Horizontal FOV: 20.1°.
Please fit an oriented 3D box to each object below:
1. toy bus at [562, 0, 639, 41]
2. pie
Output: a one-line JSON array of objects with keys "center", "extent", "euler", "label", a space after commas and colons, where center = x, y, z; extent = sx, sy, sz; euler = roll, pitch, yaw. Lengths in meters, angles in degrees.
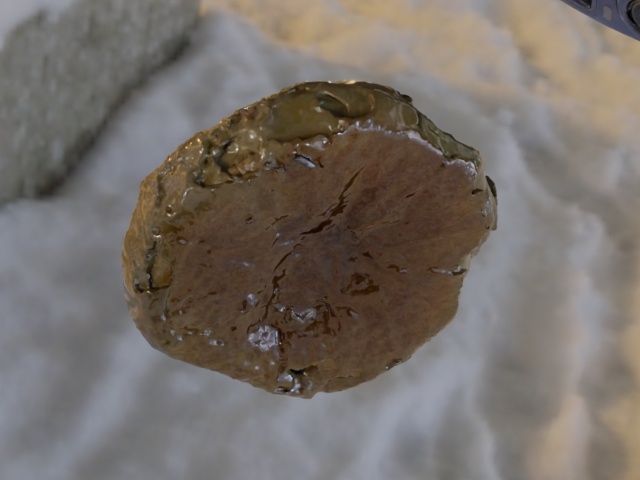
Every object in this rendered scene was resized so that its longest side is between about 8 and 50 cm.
[{"center": [0.221, -0.249, 1.168], "extent": [0.133, 0.292, 0.125], "euler": [26, 71, 15], "label": "toy bus"}, {"center": [0.000, 0.000, 0.882], "extent": [0.195, 0.195, 0.046], "euler": [-3, 41, -24], "label": "pie"}]
